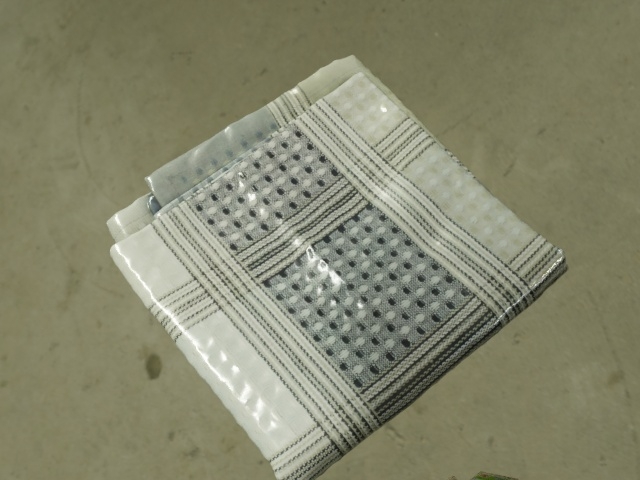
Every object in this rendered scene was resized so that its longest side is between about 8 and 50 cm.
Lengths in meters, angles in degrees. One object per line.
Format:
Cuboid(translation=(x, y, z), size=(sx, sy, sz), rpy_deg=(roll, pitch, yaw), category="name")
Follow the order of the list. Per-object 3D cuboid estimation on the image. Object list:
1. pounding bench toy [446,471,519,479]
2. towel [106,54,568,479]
Cuboid(translation=(0.172, 0.290, 0.882), size=(0.083, 0.052, 0.065), rpy_deg=(-4, 105, 49), category="pounding bench toy")
Cuboid(translation=(0.000, 0.000, 0.728), size=(0.312, 0.056, 0.324), rpy_deg=(-37, 63, -10), category="towel")
